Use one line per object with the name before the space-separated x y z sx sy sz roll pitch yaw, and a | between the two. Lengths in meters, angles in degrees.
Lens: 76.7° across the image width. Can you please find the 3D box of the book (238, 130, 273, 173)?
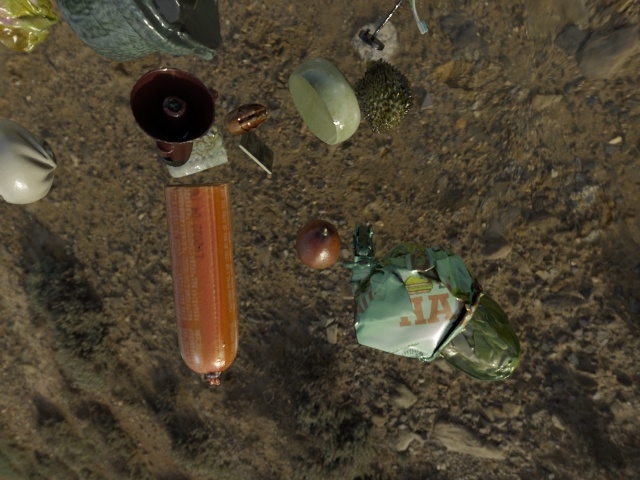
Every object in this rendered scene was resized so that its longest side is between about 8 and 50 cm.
book | -0.277 -0.400 1.763 0.013 0.168 0.192 -29 130 26

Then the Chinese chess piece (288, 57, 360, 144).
Chinese chess piece | 0.012 -0.405 1.188 0.101 0.250 0.250 -37 89 -10

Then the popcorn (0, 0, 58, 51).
popcorn | -0.530 -0.407 0.690 0.145 0.125 0.126 -26 81 43

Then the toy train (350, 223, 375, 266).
toy train | 0.199 0.021 1.929 0.115 0.270 0.155 2 118 2

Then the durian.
durian | 0.258 -0.585 1.642 0.258 0.258 0.293 -35 49 34

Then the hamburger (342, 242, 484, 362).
hamburger | 0.145 0.092 0.709 0.234 0.125 0.214 23 117 7

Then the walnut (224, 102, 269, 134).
walnut | -0.294 -0.497 1.639 0.116 0.207 0.116 45 153 31

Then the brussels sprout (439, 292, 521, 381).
brussels sprout | 0.529 0.325 1.459 0.371 0.315 0.276 37 114 -10

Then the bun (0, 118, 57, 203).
bun | -0.613 -0.164 0.830 0.173 0.119 0.173 44 148 37

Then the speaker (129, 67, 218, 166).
speaker | -0.396 -0.348 1.121 0.197 0.329 0.260 9 85 -18

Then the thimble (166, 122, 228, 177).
thimble | -0.571 -0.416 1.855 0.291 0.291 0.196 -2 113 29

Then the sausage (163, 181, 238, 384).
sausage | -0.131 0.053 0.458 0.071 0.071 0.235 4 101 27

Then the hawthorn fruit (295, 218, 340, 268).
hawthorn fruit | 0.000 0.000 1.624 0.199 0.199 0.251 43 153 7

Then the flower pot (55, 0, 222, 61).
flower pot | -0.328 -0.501 0.812 0.282 0.299 0.300 -4 107 26

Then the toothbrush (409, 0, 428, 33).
toothbrush | 0.244 -0.715 1.141 0.263 0.026 0.022 60 163 -18

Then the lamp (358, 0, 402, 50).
lamp | 0.291 -0.808 1.409 0.371 0.130 0.109 -30 87 39
